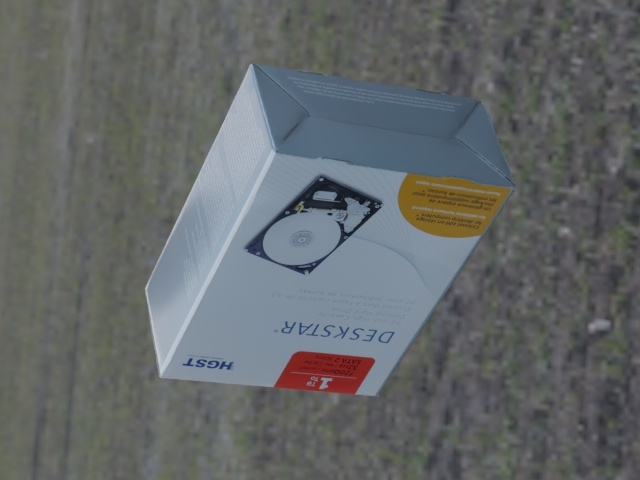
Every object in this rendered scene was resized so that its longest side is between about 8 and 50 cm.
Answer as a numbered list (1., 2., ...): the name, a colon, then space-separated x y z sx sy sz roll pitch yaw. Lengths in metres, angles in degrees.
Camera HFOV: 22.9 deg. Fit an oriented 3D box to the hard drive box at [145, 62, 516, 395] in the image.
1. hard drive box: 0.000 0.000 1.109 0.232 0.181 0.089 119 148 -41
